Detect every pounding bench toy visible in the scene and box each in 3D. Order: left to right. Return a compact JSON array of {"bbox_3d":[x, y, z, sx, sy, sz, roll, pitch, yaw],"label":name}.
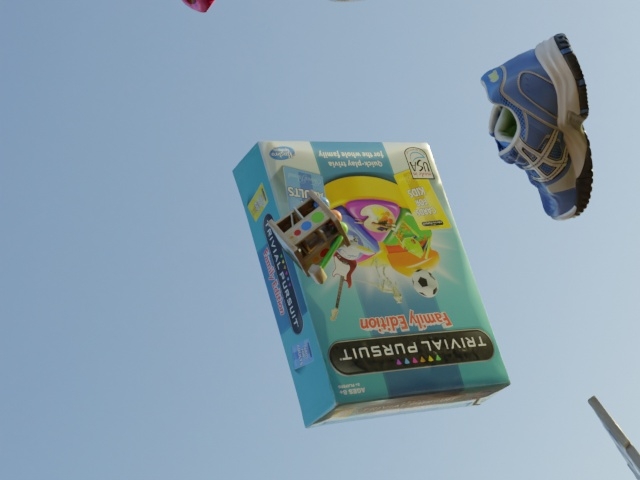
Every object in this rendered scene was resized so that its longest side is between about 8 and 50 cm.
[{"bbox_3d":[0.000,0.000,1.350,0.065,0.083,0.052,-37,-37,-7],"label":"pounding bench toy"}]

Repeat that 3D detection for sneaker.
[{"bbox_3d":[0.190,-0.092,1.152,0.081,0.080,0.211,-18,-42,3],"label":"sneaker"}]

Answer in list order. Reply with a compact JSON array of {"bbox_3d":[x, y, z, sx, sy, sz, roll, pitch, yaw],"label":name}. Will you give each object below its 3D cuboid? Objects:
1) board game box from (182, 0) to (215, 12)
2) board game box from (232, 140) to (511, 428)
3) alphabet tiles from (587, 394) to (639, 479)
[{"bbox_3d":[-0.064,-0.341,0.734,0.390,0.390,0.050,49,-132,-23],"label":"board game box"},{"bbox_3d":[0.061,0.042,1.581,0.254,0.336,0.079,-3,-26,-33],"label":"board game box"},{"bbox_3d":[0.251,0.214,0.826,0.009,0.198,0.237,-36,-37,3],"label":"alphabet tiles"}]
